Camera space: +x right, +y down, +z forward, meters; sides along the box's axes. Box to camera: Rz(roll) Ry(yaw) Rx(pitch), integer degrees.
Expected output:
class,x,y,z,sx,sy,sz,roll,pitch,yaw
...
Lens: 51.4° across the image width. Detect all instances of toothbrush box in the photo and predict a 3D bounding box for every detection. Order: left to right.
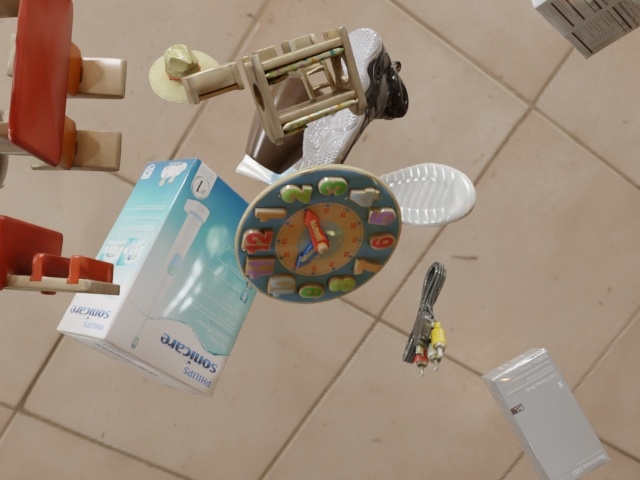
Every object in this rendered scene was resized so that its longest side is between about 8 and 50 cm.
class,x,y,z,sx,sy,sz,roll,pitch,yaw
toothbrush box,-0.215,0.057,1.008,0.216,0.126,0.295,42,59,-42

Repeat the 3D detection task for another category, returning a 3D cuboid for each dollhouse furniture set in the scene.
class,x,y,z,sx,sy,sz,roll,pitch,yaw
dollhouse furniture set,-0.225,-0.088,0.527,0.135,0.262,0.258,2,83,3
dollhouse furniture set,-0.065,-0.169,0.779,0.182,0.161,0.101,-22,109,-13

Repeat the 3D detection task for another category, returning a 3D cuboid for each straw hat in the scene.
class,x,y,z,sx,sy,sz,roll,pitch,yaw
straw hat,-0.259,-0.329,1.235,0.145,0.144,0.061,-12,148,-7

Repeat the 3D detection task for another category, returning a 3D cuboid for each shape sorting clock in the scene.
class,x,y,z,sx,sy,sz,roll,pitch,yaw
shape sorting clock,0.000,0.000,0.797,0.206,0.040,0.206,-6,129,-8

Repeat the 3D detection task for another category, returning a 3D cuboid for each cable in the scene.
class,x,y,z,sx,sy,sz,roll,pitch,yaw
cable,0.259,0.189,1.572,0.072,0.287,0.139,26,138,-7

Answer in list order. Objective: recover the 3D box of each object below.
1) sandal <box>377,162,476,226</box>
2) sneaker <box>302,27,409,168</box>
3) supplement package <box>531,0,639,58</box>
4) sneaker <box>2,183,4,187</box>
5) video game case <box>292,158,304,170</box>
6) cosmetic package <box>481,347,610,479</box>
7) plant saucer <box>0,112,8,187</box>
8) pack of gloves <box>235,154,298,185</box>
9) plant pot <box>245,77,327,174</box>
class,x,y,z,sx,sy,sz,roll,pitch,yaw
sandal,0.233,-0.108,1.759,0.102,0.417,0.169,19,75,-48
sneaker,0.072,-0.213,1.148,0.153,0.101,0.268,21,88,-49
supplement package,0.452,-0.499,1.172,0.145,0.261,0.204,-30,146,36
sneaker,-0.780,-0.169,1.573,0.040,0.044,0.109,6,106,32
video game case,-0.075,-0.206,2.036,0.023,0.201,0.183,32,144,-12
cosmetic package,0.429,0.338,1.277,0.127,0.107,0.237,-30,82,-3
plant saucer,-0.414,-0.132,0.775,0.036,0.199,0.198,-23,119,-44
pack of gloves,-0.091,-0.234,1.851,0.232,0.046,0.195,23,67,9
plant pot,-0.080,-0.286,1.642,0.215,0.215,0.230,29,102,-19
